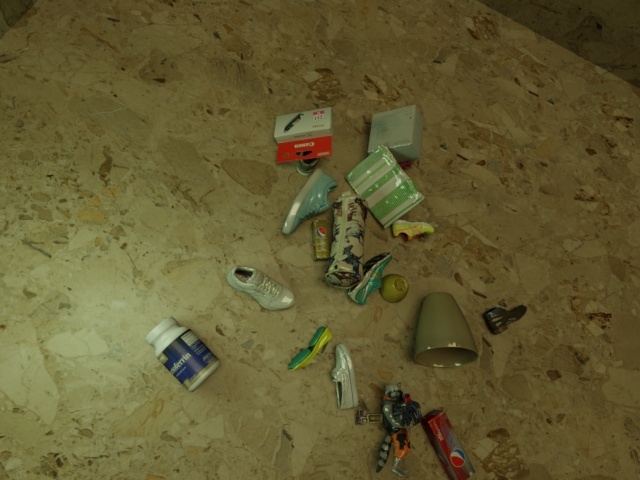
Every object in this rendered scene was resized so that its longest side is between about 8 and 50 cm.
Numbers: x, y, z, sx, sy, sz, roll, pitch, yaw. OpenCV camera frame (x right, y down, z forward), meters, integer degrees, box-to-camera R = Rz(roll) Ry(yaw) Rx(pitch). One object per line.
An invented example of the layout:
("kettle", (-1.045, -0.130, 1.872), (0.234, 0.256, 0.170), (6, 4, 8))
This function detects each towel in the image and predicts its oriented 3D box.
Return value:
("towel", (0.295, -0.249, 1.878), (0.248, 0.038, 0.324), (-40, 81, 23))

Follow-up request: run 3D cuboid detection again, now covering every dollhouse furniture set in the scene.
("dollhouse furniture set", (0.203, 0.697, 1.619), (0.115, 0.081, 0.090), (4, 72, -12))

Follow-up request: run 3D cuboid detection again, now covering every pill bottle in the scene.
("pill bottle", (-0.514, 0.419, 1.501), (0.265, 0.153, 0.153), (44, 69, 4))

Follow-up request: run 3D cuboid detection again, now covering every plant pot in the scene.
("plant pot", (0.340, 0.206, 1.798), (0.134, 0.095, 0.134), (4, 72, -12))
("plant pot", (0.522, 0.370, 1.730), (0.257, 0.256, 0.273), (10, 55, -10))

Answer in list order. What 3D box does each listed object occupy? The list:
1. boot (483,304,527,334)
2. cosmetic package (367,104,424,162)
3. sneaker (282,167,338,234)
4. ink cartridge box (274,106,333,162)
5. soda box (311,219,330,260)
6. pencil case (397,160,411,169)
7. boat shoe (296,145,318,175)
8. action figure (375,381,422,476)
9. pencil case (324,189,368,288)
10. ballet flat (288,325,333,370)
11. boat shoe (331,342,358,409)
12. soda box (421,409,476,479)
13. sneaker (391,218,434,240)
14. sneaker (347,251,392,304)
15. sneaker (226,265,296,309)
("boot", (0.869, 0.339, 1.888), (0.219, 0.082, 0.106), (-31, 85, -18))
("cosmetic package", (0.366, -0.506, 1.948), (0.224, 0.138, 0.224), (-4, 68, 32))
("sneaker", (-0.036, -0.161, 1.806), (0.150, 0.135, 0.365), (30, 70, 1))
("ink cartridge box", (-0.080, -0.488, 1.862), (0.275, 0.060, 0.238), (-5, 63, 15))
("soda box", (0.000, 0.000, 1.803), (0.061, 0.058, 0.181), (-1, 74, -14))
("pencil case", (0.431, -0.467, 2.030), (0.095, 0.098, 0.209), (14, 71, -9))
("boat shoe", (-0.025, -0.454, 1.922), (0.109, 0.091, 0.304), (23, 69, -5))
("action figure", (0.285, 0.722, 1.557), (0.179, 0.341, 0.330), (-10, 63, 23))
("pencil case", (0.117, -0.007, 1.750), (0.160, 0.183, 0.410), (0, 63, 13))
("ballet flat", (-0.030, 0.458, 1.649), (0.077, 0.077, 0.231), (48, 66, -13))
("boat shoe", (0.088, 0.552, 1.631), (0.084, 0.095, 0.258), (-6, 73, -19))
("soda box", (0.518, 0.839, 1.647), (0.092, 0.083, 0.263), (-23, 79, -19))
("sneaker", (0.437, -0.040, 1.911), (0.209, 0.081, 0.094), (5, 72, 0))
("sneaker", (0.232, 0.165, 1.799), (0.110, 0.107, 0.275), (44, 75, -14))
("sneaker", (-0.240, 0.194, 1.637), (0.305, 0.152, 0.114), (25, 67, -6))
